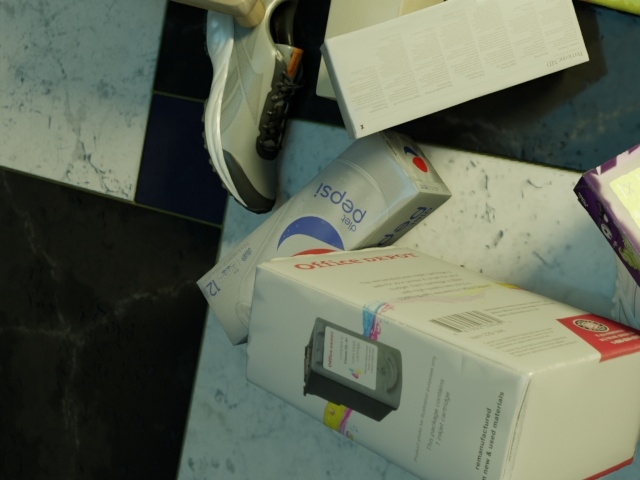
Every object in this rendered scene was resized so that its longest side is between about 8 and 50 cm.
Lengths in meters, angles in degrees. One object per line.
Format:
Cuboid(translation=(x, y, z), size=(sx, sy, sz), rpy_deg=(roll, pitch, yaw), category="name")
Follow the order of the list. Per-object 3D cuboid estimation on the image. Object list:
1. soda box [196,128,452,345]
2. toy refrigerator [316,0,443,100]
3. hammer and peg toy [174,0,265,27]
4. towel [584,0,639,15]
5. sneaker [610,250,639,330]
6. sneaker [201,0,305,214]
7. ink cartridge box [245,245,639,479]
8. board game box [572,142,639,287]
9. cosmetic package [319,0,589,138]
Cuboid(translation=(0.000, 0.000, 1.001), size=(0.286, 0.098, 0.091), rpy_deg=(-40, 72, 23), category="soda box")
Cuboid(translation=(0.072, -0.277, 0.957), size=(0.094, 0.102, 0.270), rpy_deg=(12, 97, 29), category="toy refrigerator")
Cuboid(translation=(-0.175, -0.404, 1.031), size=(0.361, 0.127, 0.266), rpy_deg=(21, 75, 25), category="hammer and peg toy")
Cuboid(translation=(0.307, -0.272, 0.873), size=(0.237, 0.021, 0.102), rpy_deg=(24, 107, 26), category="towel")
Cuboid(translation=(0.299, 0.081, 0.841), size=(0.115, 0.090, 0.232), rpy_deg=(-25, 75, 35), category="sneaker")
Cuboid(translation=(-0.071, -0.166, 1.041), size=(0.108, 0.100, 0.272), rpy_deg=(-2, 89, 24), category="sneaker")
Cuboid(translation=(0.113, 0.109, 0.825), size=(0.306, 0.226, 0.131), rpy_deg=(19, 106, 44), category="ink cartridge box")
Cuboid(translation=(0.395, 0.044, 0.751), size=(0.208, 0.056, 0.347), rpy_deg=(-29, 74, -3), category="board game box")
Cuboid(translation=(0.128, -0.181, 0.875), size=(0.239, 0.060, 0.099), rpy_deg=(-18, 95, -4), category="cosmetic package")
